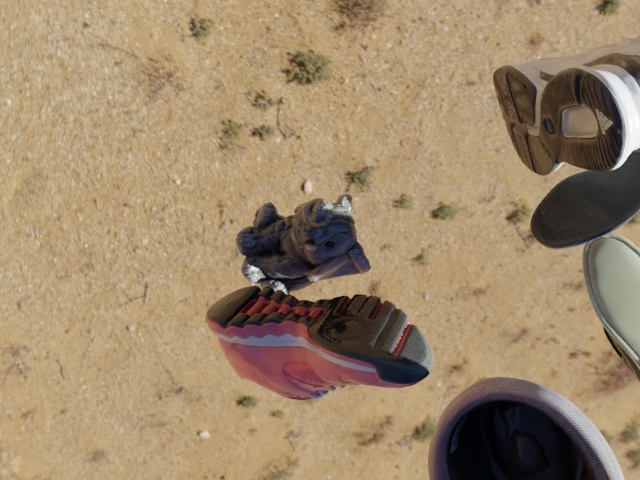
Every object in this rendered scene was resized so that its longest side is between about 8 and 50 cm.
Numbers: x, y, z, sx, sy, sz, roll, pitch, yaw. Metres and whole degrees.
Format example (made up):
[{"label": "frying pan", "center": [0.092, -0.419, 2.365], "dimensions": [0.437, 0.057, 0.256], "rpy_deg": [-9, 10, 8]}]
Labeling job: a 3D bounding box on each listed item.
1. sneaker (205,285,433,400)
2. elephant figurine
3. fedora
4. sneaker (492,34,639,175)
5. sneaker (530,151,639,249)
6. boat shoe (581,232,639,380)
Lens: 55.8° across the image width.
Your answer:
[{"label": "sneaker", "center": [0.000, 0.146, 0.777], "dimensions": [0.116, 0.314, 0.136], "rpy_deg": [-42, 130, -47]}, {"label": "elephant figurine", "center": [0.000, 0.000, 0.915], "dimensions": [0.169, 0.239, 0.186], "rpy_deg": [53, 43, -16]}, {"label": "fedora", "center": [0.278, 0.313, 0.810], "dimensions": [0.244, 0.275, 0.124], "rpy_deg": [-32, 165, 26]}, {"label": "sneaker", "center": [0.417, -0.207, 0.837], "dimensions": [0.258, 0.447, 0.169], "rpy_deg": [-21, 103, 4]}, {"label": "sneaker", "center": [0.473, -0.070, 0.947], "dimensions": [0.295, 0.123, 0.178], "rpy_deg": [-36, 149, 13]}, {"label": "boat shoe", "center": [0.555, 0.147, 1.048], "dimensions": [0.127, 0.340, 0.113], "rpy_deg": [-32, 165, 4]}]
